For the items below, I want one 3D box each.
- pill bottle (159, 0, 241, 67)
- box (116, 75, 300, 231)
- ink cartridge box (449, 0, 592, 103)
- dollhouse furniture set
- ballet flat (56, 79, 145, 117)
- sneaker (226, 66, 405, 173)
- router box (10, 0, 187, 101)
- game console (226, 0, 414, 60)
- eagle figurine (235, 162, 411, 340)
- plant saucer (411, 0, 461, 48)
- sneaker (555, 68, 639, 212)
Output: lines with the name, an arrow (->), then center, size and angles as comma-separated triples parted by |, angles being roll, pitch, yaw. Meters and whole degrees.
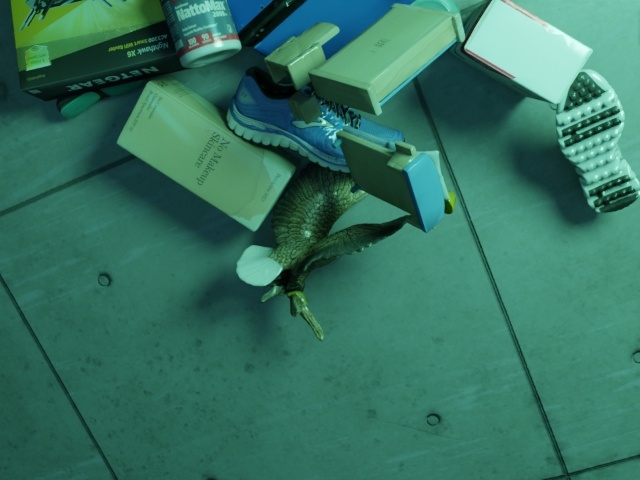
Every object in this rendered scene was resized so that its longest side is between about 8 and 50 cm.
pill bottle -> -0.210, -0.392, 1.135 | 0.108, 0.108, 0.180 | -17, 97, 12
box -> -0.209, -0.168, 1.305 | 0.311, 0.121, 0.148 | 32, 109, -3
ink cartridge box -> 0.321, -0.315, 1.129 | 0.172, 0.237, 0.100 | 30, 105, -3
dollhouse furniture set -> 0.112, -0.206, 1.134 | 0.198, 0.286, 0.303 | -41, 133, -18
ballet flat -> -0.431, -0.308, 1.321 | 0.203, 0.074, 0.074 | -20, 104, 18
sneaker -> -0.001, -0.227, 1.234 | 0.330, 0.129, 0.147 | 16, 125, -5
router box -> -0.402, -0.408, 1.235 | 0.309, 0.081, 0.242 | -10, 85, 11
game console -> -0.017, -0.456, 1.175 | 0.293, 0.173, 0.250 | -33, 83, 29
eagle figurine -> 0.005, -0.003, 1.297 | 0.226, 0.225, 0.298 | 34, 117, 2
plant saucer -> 0.196, -0.393, 1.233 | 0.119, 0.021, 0.119 | 2, 108, 7
sneaker -> 0.467, -0.180, 1.173 | 0.110, 0.118, 0.292 | -18, 131, 19
